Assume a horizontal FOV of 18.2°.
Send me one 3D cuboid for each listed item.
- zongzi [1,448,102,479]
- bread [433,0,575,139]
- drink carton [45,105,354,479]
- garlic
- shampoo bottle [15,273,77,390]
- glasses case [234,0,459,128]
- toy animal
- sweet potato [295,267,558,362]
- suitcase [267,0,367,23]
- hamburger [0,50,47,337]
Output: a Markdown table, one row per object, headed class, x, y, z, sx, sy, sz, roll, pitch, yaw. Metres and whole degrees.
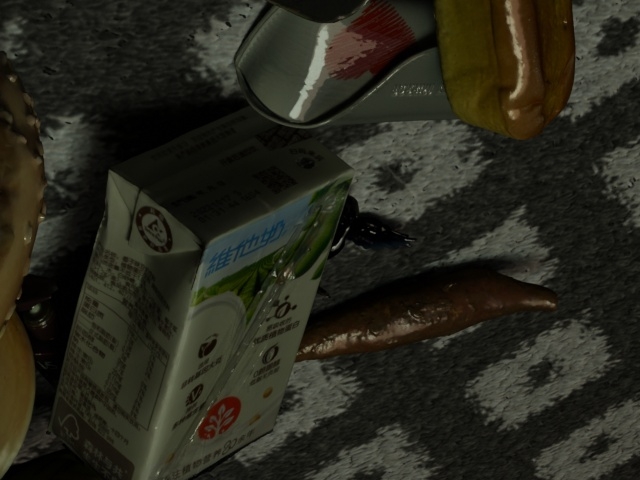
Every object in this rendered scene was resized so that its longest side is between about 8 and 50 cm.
| class | x | y | z | sx | sy | sz | roll | pitch | yaw |
| --- | --- | --- | --- | --- | --- | --- | --- | --- | --- |
| zongzi | -0.375 | 0.312 | 1.862 | 0.447 | 0.418 | 0.181 | -11 | 112 | 21 |
| bread | 0.151 | -0.198 | 1.624 | 0.102 | 0.094 | 0.246 | -33 | 125 | -38 |
| drink carton | -0.111 | 0.058 | 1.753 | 0.194 | 0.132 | 0.325 | -28 | 148 | -43 |
| garlic | -0.336 | 0.154 | 1.726 | 0.145 | 0.245 | 0.164 | 15 | 165 | 12 |
| shampoo bottle | -0.232 | 0.101 | 1.848 | 0.068 | 0.067 | 0.236 | -21 | 146 | 6 |
| glasses case | 0.087 | -0.160 | 1.713 | 0.308 | 0.083 | 0.128 | -5 | 140 | -31 |
| toy animal | 0.000 | 0.000 | 1.897 | 0.220 | 0.062 | 0.108 | 11 | 112 | -41 |
| sweet potato | 0.093 | 0.074 | 2.041 | 0.314 | 0.066 | 0.072 | -13 | 136 | -17 |
| suitcase | -0.057 | -0.318 | 1.311 | 0.283 | 0.194 | 0.434 | -44 | 142 | 22 |
| hamburger | -0.383 | 0.052 | 1.467 | 0.445 | 0.287 | 0.268 | -33 | 136 | 15 |
